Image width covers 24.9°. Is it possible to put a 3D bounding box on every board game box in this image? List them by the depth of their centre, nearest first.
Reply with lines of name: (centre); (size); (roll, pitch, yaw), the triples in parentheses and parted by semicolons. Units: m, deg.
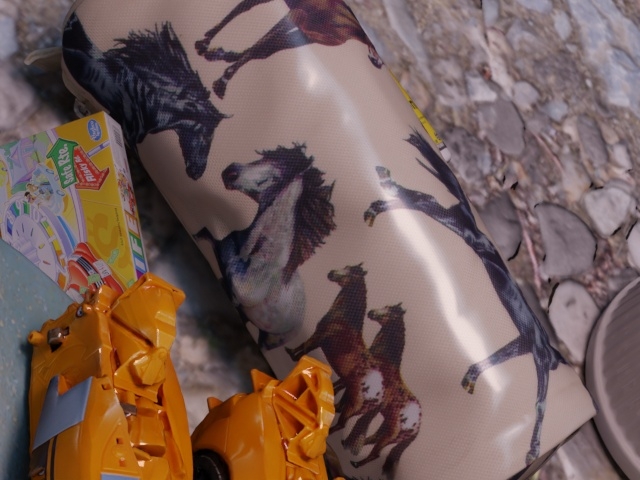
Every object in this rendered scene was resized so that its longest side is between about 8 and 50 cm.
board game box: (-0.151, 0.014, 0.818); (0.026, 0.103, 0.154); (46, 28, -67)

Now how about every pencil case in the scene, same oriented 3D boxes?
pencil case: (0.000, 0.000, 0.886); (0.410, 0.183, 0.160); (58, 21, 6)

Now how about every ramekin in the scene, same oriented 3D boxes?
ramekin: (0.306, 0.095, 1.037); (0.207, 0.109, 0.207); (7, 61, -14)

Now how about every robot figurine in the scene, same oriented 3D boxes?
robot figurine: (-0.038, 0.162, 0.564); (0.211, 0.085, 0.291); (30, 35, -41)

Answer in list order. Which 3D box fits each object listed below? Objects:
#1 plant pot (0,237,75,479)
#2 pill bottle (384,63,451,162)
plant pot: (-0.228, 0.116, 0.627); (0.252, 0.247, 0.248); (7, 61, -43)
pill bottle: (0.033, -0.085, 1.013); (0.065, 0.065, 0.116); (-35, 87, -41)
